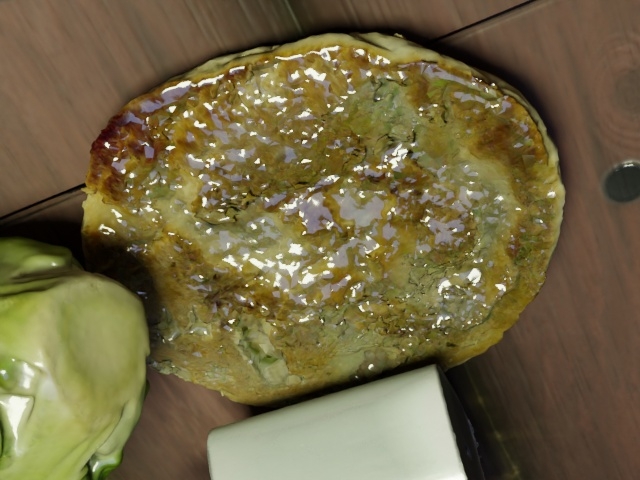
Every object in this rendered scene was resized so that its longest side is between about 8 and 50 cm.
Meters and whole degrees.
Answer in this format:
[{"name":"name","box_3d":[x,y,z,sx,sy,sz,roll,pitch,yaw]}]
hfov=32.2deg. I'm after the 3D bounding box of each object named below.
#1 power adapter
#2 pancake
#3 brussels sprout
[{"name":"power adapter","box_3d":[0.001,0.201,0.884,0.255,0.124,0.187,-17,155,9]},{"name":"pancake","box_3d":[0.000,0.001,0.807,0.356,0.065,0.356,-1,125,-2]},{"name":"brussels sprout","box_3d":[-0.227,0.106,0.765,0.271,0.219,0.210,-27,128,34]}]
